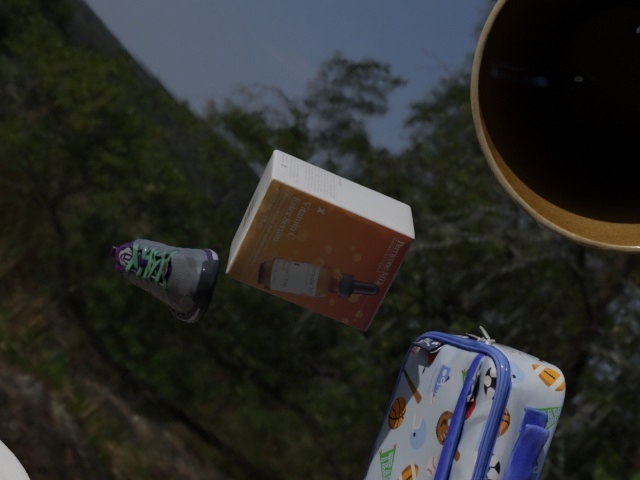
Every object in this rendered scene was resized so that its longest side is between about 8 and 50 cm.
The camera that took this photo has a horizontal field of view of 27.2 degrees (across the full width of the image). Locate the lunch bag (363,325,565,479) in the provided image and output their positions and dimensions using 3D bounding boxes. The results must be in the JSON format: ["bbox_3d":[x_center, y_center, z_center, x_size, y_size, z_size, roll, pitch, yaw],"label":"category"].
[{"bbox_3d":[0.151,0.245,1.458,0.115,0.303,0.243,17,-1,-22],"label":"lunch bag"}]

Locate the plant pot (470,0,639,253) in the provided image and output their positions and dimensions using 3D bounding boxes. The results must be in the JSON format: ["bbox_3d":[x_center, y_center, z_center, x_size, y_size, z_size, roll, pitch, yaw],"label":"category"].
[{"bbox_3d":[0.250,-0.129,1.061,0.237,0.237,0.254,48,15,0],"label":"plant pot"}]

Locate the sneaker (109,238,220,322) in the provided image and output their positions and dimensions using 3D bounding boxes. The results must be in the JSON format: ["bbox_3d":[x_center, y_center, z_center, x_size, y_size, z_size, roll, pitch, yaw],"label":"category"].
[{"bbox_3d":[-0.180,0.039,1.476,0.098,0.083,0.224,18,-5,-17],"label":"sneaker"}]

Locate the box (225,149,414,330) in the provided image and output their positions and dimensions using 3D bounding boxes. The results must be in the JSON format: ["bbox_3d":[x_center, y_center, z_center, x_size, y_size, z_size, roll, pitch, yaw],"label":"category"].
[{"bbox_3d":[0.000,0.000,1.459,0.170,0.130,0.091,22,22,-8],"label":"box"}]

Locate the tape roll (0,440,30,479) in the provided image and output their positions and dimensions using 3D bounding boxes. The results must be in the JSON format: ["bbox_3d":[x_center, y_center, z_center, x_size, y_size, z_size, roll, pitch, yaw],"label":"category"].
[{"bbox_3d":[-0.443,0.286,1.390,0.286,0.100,0.286,29,22,-13],"label":"tape roll"}]
